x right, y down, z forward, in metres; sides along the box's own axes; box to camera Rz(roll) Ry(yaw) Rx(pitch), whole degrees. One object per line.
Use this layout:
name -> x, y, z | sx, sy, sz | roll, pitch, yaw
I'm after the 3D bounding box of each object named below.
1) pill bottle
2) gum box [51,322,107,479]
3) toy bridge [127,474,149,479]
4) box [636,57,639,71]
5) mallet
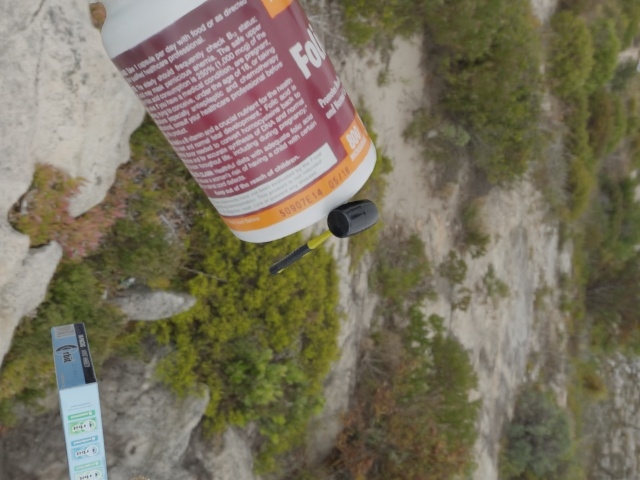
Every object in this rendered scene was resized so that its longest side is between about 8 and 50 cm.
pill bottle -> -0.112, -0.212, 0.736 | 0.392, 0.224, 0.224 | 58, 40, -26
gum box -> -0.283, 0.213, 0.720 | 0.041, 0.157, 0.184 | -8, 111, -24
toy bridge -> -0.182, 0.353, 0.685 | 0.063, 0.026, 0.188 | -17, 99, -48
box -> 0.458, -0.226, 0.664 | 0.170, 0.091, 0.130 | -125, -150, -51
mallet -> 0.000, 0.000, 0.779 | 0.062, 0.190, 0.039 | -23, 83, -39
